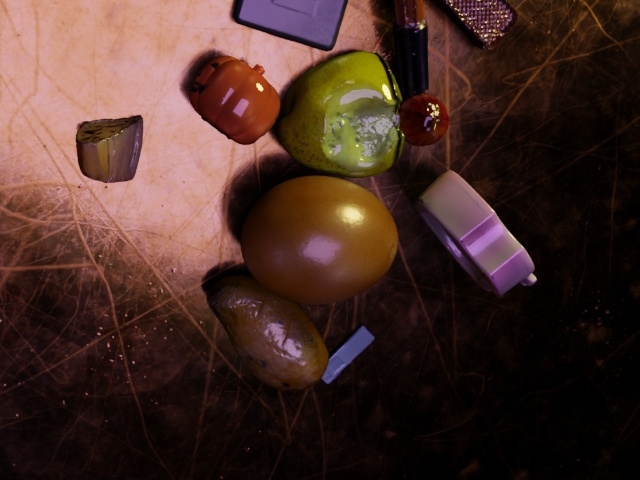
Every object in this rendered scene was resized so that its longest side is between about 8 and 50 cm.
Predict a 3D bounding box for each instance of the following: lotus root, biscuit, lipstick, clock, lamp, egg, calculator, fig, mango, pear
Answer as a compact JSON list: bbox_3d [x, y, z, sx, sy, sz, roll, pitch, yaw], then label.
[{"bbox_3d":[-0.449,-0.188,1.615,0.159,0.095,0.135,-23,127,-52],"label":"lotus root"},{"bbox_3d":[0.277,-0.581,1.706,0.388,0.073,0.107,39,95,-23],"label":"biscuit"},{"bbox_3d":[0.187,-0.508,1.651,0.077,0.077,0.419,-17,126,-11],"label":"lipstick"},{"bbox_3d":[0.352,-0.004,1.785,0.102,0.338,0.338,-39,114,1],"label":"clock"},{"bbox_3d":[-0.170,-0.295,1.603,0.187,0.187,0.164,38,87,-24],"label":"lamp"},{"bbox_3d":[0.000,0.000,1.697,0.351,0.282,0.283,3,106,-20],"label":"egg"},{"bbox_3d":[0.062,0.288,1.954,0.172,0.018,0.057,-45,115,1],"label":"calculator"},{"bbox_3d":[0.226,-0.274,1.765,0.128,0.150,0.129,2,97,21],"label":"fig"},{"bbox_3d":[-0.117,0.209,1.807,0.176,0.175,0.330,-37,95,-36],"label":"mango"},{"bbox_3d":[0.036,-0.262,1.694,0.292,0.159,0.293,-4,109,-12],"label":"pear"}]

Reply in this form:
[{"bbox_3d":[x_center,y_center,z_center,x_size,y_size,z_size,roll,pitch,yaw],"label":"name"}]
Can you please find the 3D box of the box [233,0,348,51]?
[{"bbox_3d":[-0.058,-0.506,1.641,0.230,0.050,0.160,12,104,-20],"label":"box"}]
